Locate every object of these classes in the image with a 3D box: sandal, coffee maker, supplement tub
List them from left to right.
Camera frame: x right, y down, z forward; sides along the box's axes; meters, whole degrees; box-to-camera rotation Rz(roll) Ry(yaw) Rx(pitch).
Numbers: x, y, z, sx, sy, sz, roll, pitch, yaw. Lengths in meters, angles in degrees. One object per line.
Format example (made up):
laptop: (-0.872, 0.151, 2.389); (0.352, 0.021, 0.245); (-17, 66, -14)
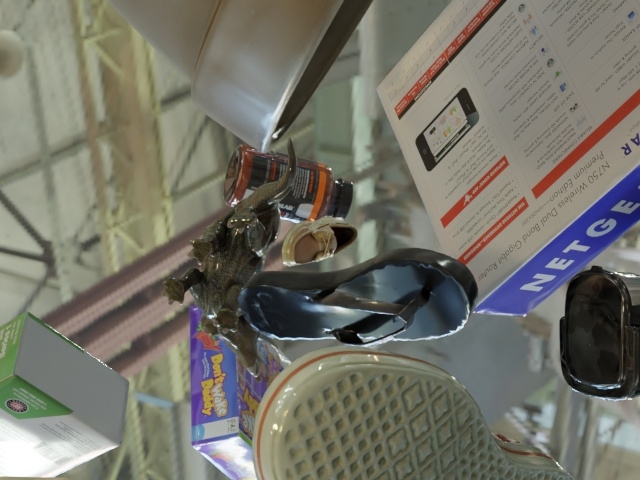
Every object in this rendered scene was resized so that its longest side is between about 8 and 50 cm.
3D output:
supplement tub: (-0.050, -0.084, 1.965); (0.198, 0.106, 0.106); (13, -90, -16)
sandal: (0.032, 0.068, 1.140); (0.097, 0.254, 0.054); (59, -140, -28)
coffee maker: (0.330, 0.104, 1.168); (0.178, 0.120, 0.171); (-6, -108, -29)

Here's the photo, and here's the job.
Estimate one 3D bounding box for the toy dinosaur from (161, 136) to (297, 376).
toy dinosaur: (-0.102, 0.015, 1.474); (0.160, 0.121, 0.313); (-43, -35, -73)

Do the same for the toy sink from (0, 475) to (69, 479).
toy sink: (-0.373, 0.430, 1.589); (0.131, 0.153, 0.234); (-59, -42, -52)

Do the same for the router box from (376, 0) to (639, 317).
router box: (0.222, -0.138, 1.204); (0.082, 0.335, 0.301); (7, -128, -37)

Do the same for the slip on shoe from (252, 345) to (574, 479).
slip on shoe: (0.049, 0.135, 0.716); (0.331, 0.101, 0.123); (32, -99, -55)

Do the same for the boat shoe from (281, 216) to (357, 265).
boat shoe: (0.000, 0.000, 1.497); (0.135, 0.045, 0.050); (-30, -56, -55)

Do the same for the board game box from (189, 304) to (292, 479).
board game box: (-0.103, 0.273, 1.954); (0.347, 0.078, 0.233); (56, -155, -55)

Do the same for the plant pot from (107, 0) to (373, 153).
plant pot: (-0.070, -0.265, 0.816); (0.323, 0.280, 0.323); (-58, 2, 3)

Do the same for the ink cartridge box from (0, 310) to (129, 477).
ink cartridge box: (-0.437, 0.242, 1.694); (0.201, 0.278, 0.117); (42, -148, -36)
